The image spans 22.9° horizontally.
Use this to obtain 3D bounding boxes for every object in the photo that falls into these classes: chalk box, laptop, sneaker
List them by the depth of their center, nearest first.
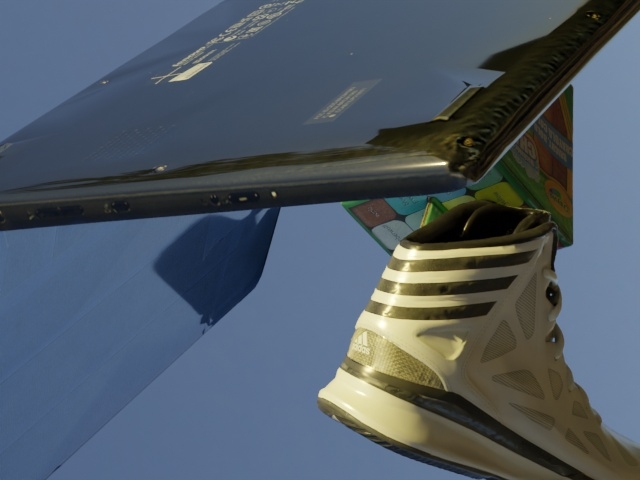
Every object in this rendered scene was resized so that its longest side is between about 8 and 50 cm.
[{"bbox_3d":[0.000,0.000,0.788,0.382,0.408,0.236,-44,-58,-49],"label":"laptop"},{"bbox_3d":[0.220,0.113,1.523,0.448,0.169,0.257,23,-90,-40],"label":"sneaker"},{"bbox_3d":[0.142,-0.078,1.611,0.180,0.179,0.289,44,-142,-38],"label":"chalk box"}]
